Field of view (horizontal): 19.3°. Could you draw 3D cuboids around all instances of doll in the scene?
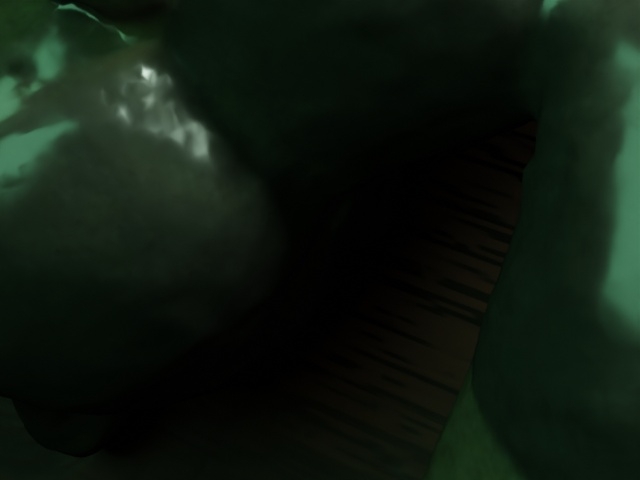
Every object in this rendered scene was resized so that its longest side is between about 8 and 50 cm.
[{"bbox_3d":[-0.020,0.000,0.687,0.382,0.252,0.379,-49,53,23],"label":"doll"}]
